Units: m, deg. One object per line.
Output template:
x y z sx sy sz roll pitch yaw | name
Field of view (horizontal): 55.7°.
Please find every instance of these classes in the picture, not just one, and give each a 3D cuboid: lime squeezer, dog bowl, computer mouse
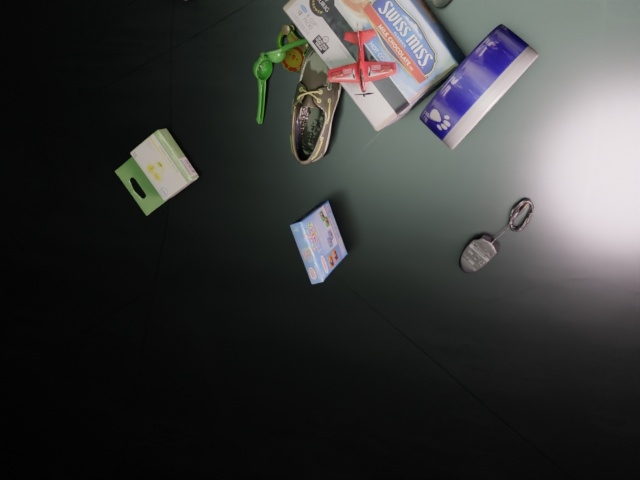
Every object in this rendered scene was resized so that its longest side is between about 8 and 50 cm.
-0.117 -0.435 1.524 0.310 0.058 0.110 -44 60 44 | lime squeezer
0.340 -0.331 1.314 0.104 0.265 0.265 43 115 3 | dog bowl
0.440 -0.010 1.516 0.071 0.041 0.242 45 109 2 | computer mouse

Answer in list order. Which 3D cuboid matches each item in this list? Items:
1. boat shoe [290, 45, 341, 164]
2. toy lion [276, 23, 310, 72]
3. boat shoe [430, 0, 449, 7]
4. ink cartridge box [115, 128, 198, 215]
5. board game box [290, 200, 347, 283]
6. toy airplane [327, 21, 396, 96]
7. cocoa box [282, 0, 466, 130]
-0.016 -0.340 1.519 0.109 0.091 0.305 13 115 12 | boat shoe
-0.071 -0.482 1.537 0.100 0.034 0.096 42 123 2 | toy lion
0.285 -0.636 1.346 0.070 0.077 0.219 42 125 41 | boat shoe
-0.491 -0.191 1.762 0.235 0.056 0.171 -32 96 23 | ink cartridge box
0.000 0.000 1.568 0.039 0.211 0.160 -16 101 23 | board game box
0.083 -0.376 1.260 0.151 0.028 0.151 6 110 16 | toy airplane
0.134 -0.461 1.359 0.228 0.231 0.347 -36 93 26 | cocoa box
